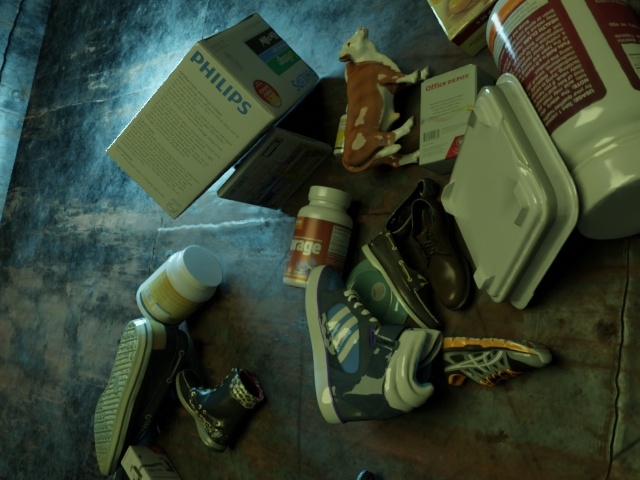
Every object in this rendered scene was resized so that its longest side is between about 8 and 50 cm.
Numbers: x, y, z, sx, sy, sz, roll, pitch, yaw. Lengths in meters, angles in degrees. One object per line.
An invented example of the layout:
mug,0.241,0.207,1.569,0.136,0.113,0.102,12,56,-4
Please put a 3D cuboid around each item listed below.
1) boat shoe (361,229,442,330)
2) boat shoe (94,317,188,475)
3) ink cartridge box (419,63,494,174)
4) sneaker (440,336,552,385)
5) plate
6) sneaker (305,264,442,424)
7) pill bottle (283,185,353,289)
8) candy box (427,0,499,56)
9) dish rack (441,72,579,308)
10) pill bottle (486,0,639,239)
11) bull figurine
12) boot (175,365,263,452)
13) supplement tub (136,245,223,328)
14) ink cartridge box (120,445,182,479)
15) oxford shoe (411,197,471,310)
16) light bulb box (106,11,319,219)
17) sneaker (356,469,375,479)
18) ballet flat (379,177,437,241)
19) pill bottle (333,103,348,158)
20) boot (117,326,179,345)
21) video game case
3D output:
boat shoe,0.164,0.076,1.375,0.068,0.081,0.228,-39,61,7
boat shoe,-0.465,0.411,1.857,0.187,0.156,0.500,54,127,47
ink cartridge box,0.260,-0.227,1.383,0.127,0.072,0.175,-10,70,44
sneaker,0.291,0.204,1.215,0.214,0.084,0.083,-11,72,53
plate,0.101,0.121,1.468,0.188,0.024,0.188,-17,65,42
sneaker,0.107,0.167,1.328,0.236,0.130,0.323,-17,55,19
pill bottle,0.000,0.000,1.538,0.121,0.121,0.216,6,82,46
candy box,0.289,-0.543,1.444,0.183,0.087,0.317,-40,52,30
dish rack,0.281,-0.067,1.169,0.333,0.072,0.286,97,161,-57
pill bottle,0.416,-0.215,1.114,0.224,0.224,0.392,-34,55,34
bull figurine,0.121,-0.289,1.500,0.188,0.101,0.311,-1,81,28
boot,-0.234,0.348,1.696,0.179,0.085,0.236,-51,50,16
supplement tub,-0.354,0.117,1.840,0.199,0.144,0.144,-39,52,30
ink cartridge box,-0.414,0.569,1.789,0.135,0.099,0.056,37,103,44
oxford shoe,0.209,0.023,1.340,0.082,0.096,0.227,-33,57,32
light bulb box,-0.237,-0.294,1.678,0.361,0.225,0.358,-41,9,29
sneaker,0.102,0.515,1.323,0.078,0.067,0.188,-17,62,18
ballet flat,0.164,-0.057,1.442,0.173,0.049,0.057,-53,46,19
pill bottle,0.070,-0.236,1.584,0.065,0.065,0.116,5,81,46
boot,-0.447,0.290,1.951,0.219,0.082,0.106,-19,87,35
video game case,-0.101,-0.157,1.638,0.212,0.193,0.023,-45,58,26
